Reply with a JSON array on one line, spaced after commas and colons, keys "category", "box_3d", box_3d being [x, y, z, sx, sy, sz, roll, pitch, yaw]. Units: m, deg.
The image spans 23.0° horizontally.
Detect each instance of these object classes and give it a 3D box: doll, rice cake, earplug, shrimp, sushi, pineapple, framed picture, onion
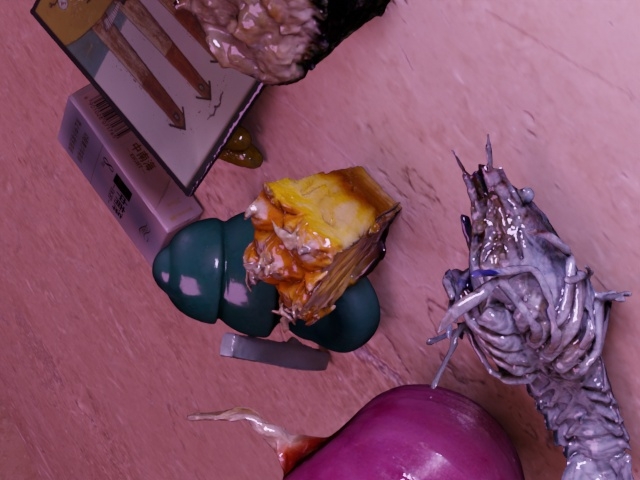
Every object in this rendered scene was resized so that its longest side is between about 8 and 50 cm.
[{"category": "doll", "box_3d": [-0.155, -0.157, 1.930, 0.209, 0.097, 0.137, 26, 177, 22]}, {"category": "rice cake", "box_3d": [-0.058, 0.141, 2.028, 0.030, 0.180, 0.042, 4, 83, 45]}, {"category": "earplug", "box_3d": [-0.069, 0.058, 1.915, 0.257, 0.280, 0.164, -89, 3, -68]}, {"category": "shrimp", "box_3d": [0.205, 0.096, 1.482, 0.221, 0.166, 0.410, -10, 131, 29]}, {"category": "sushi", "box_3d": [-0.048, -0.309, 1.410, 0.211, 0.171, 0.350, 40, 152, 28]}, {"category": "pineapple", "box_3d": [0.000, 0.000, 1.685, 0.114, 0.186, 0.236, 46, 171, 14]}, {"category": "framed picture", "box_3d": [-0.199, -0.245, 1.837, 0.324, 0.013, 0.244, 49, 129, 15]}, {"category": "onion", "box_3d": [0.054, 0.302, 1.750, 0.358, 0.358, 0.345, 0, 122, 62]}]

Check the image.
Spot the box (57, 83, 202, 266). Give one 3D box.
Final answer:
[{"category": "box", "box_3d": [-0.272, -0.094, 2.224, 0.243, 0.067, 0.155, 54, 158, 7]}]
